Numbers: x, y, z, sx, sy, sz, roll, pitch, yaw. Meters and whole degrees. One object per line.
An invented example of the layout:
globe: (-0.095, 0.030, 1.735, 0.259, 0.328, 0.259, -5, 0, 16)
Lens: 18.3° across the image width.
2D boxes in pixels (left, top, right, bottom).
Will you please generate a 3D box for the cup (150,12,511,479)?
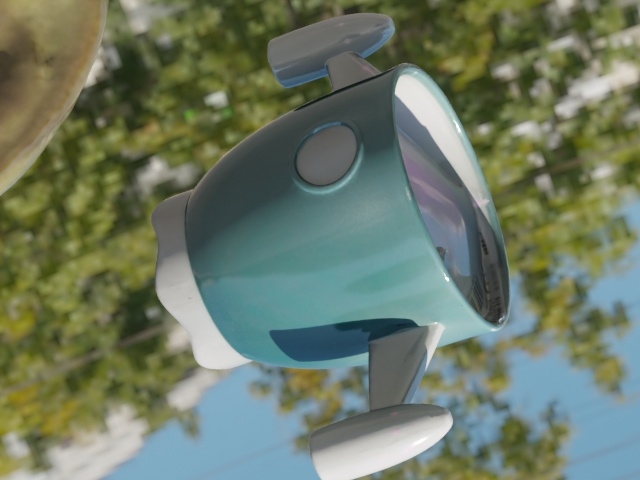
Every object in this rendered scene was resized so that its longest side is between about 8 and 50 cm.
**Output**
cup: (0.000, 0.000, 1.144, 0.173, 0.167, 0.299, -18, -124, 19)

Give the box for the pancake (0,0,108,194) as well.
pancake: (-0.180, -0.089, 0.542, 0.242, 0.241, 0.050, -24, 180, -15)
